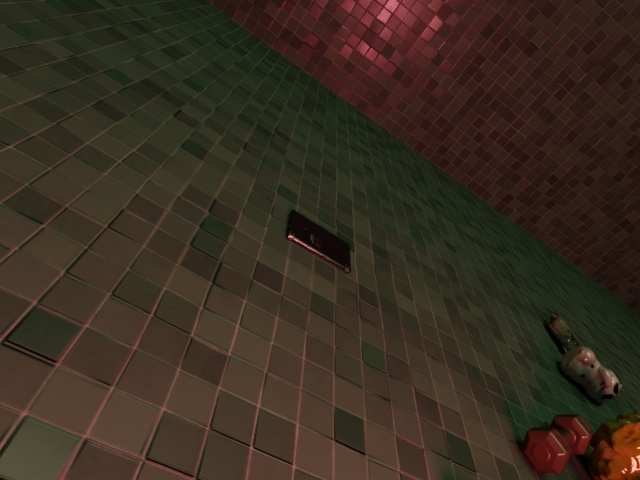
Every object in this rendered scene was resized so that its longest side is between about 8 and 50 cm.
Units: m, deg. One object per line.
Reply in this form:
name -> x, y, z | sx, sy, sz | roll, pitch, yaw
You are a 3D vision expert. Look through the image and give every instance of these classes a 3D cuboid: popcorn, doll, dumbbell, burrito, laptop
popcorn -> 0.723, 0.494, 0.934 | 0.249, 0.249, 0.225 | 41, -7, 5
doll -> 0.848, 0.421, 1.365 | 0.181, 0.110, 0.107 | 47, 7, 18
dumbbell -> 0.520, 0.438, 0.950 | 0.230, 0.082, 0.092 | 10, 37, -44
burrito -> 0.888, 0.372, 1.540 | 0.096, 0.066, 0.309 | 33, 27, -23
laptop -> 0.000, 0.000, 1.054 | 0.180, 0.016, 0.129 | 32, 28, -17
